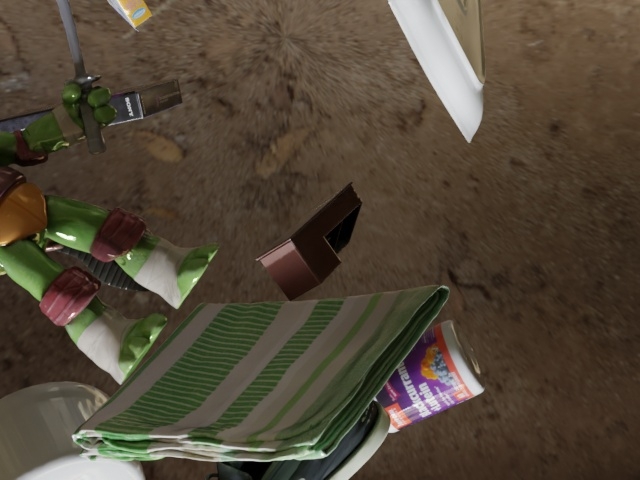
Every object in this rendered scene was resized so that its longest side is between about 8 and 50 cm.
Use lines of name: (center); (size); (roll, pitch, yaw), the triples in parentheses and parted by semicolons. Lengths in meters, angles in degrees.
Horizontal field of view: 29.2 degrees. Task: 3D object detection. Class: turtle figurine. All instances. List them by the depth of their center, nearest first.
turtle figurine: (-0.202, -0.042, 0.893); (0.266, 0.198, 0.275); (35, 102, -3)

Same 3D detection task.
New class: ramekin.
ramekin: (-0.380, 0.346, 1.722); (0.277, 0.135, 0.277); (-20, 134, -22)

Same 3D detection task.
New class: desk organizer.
desk organizer: (0.000, 0.000, 1.145); (0.047, 0.130, 0.050); (-31, 98, 37)

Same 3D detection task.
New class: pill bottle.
pill bottle: (0.114, 0.193, 1.657); (0.193, 0.108, 0.108); (-27, 99, 13)

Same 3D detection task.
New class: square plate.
square plate: (0.162, -0.361, 1.659); (0.049, 0.347, 0.344); (-11, 60, 20)

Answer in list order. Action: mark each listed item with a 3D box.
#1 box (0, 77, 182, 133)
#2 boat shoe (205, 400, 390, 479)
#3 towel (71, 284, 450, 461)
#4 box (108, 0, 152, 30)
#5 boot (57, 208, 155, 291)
box: (-0.219, -0.115, 1.129); (0.162, 0.116, 0.029); (-11, 101, 15)
boat shoe: (-0.068, 0.272, 1.370); (0.340, 0.127, 0.113); (-41, 116, -16)
towel: (-0.064, 0.124, 1.183); (0.325, 0.248, 0.038); (-8, 118, 41)
box: (-0.225, -0.283, 1.294); (0.028, 0.081, 0.136); (-38, 132, -5)
boot: (-0.213, 0.001, 1.366); (0.198, 0.137, 0.077); (26, 98, 27)
